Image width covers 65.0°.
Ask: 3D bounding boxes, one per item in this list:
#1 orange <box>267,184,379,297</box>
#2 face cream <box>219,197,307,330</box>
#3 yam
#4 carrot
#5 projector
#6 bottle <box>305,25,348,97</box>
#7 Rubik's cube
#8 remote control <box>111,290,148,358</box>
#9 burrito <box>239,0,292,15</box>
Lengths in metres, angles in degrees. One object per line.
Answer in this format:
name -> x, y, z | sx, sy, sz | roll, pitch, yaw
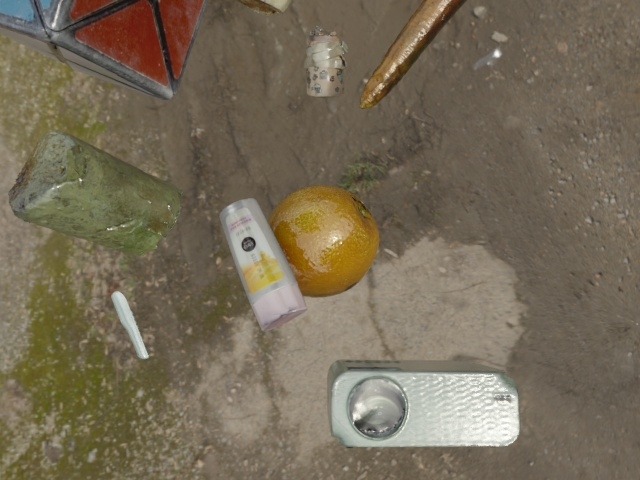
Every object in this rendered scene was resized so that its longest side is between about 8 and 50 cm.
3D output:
orange -> 0.000, 0.000, 1.183 | 0.275, 0.274, 0.274 | -6, 79, 31
face cream -> -0.122, 0.046, 1.040 | 0.107, 0.073, 0.269 | -29, 73, 13
yam -> -0.454, -0.087, 1.037 | 0.195, 0.300, 0.195 | -20, 59, 36
carrot -> 0.170, -0.368, 0.920 | 0.066, 0.066, 0.314 | 42, 95, 30
projector -> 0.137, 0.238, 0.749 | 0.251, 0.198, 0.108 | 1, 80, -1
bottle -> 0.012, -0.412, 1.160 | 0.099, 0.099, 0.152 | 20, 124, 33
Rubik's cube -> -0.341, -0.381, 0.722 | 0.260, 0.255, 0.259 | 18, 92, 21
remote control -> -0.423, 0.188, 1.115 | 0.061, 0.029, 0.162 | -21, 90, 67
burrito -> -0.095, -0.646, 1.179 | 0.105, 0.143, 0.299 | 31, 80, 34
